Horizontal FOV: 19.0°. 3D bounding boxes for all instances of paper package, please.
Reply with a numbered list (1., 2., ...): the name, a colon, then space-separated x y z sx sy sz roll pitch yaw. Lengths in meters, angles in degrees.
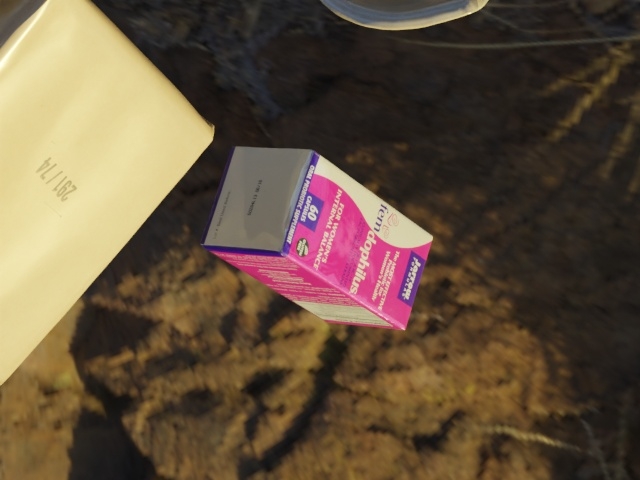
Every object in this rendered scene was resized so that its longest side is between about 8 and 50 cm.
1. paper package: -0.287 -0.074 1.574 0.168 0.325 0.309 38 86 27

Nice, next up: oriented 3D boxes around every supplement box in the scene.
1. supplement box: 0.000 0.000 1.937 0.220 0.114 0.111 33 68 -47

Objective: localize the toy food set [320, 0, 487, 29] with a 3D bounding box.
1. toy food set: 0.001 -0.253 0.913 0.092 0.220 0.306 -27 100 19
